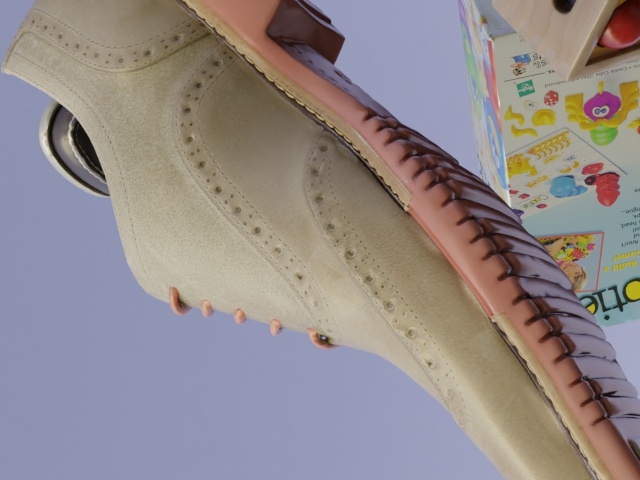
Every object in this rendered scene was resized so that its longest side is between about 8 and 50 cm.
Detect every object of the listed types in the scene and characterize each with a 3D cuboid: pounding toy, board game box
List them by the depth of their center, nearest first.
[{"bbox_3d":[0.180,-0.161,0.805,0.130,0.100,0.141,-20,-31,-34],"label":"pounding toy"},{"bbox_3d":[0.189,-0.082,1.057,0.144,0.142,0.275,-12,-51,0],"label":"board game box"}]

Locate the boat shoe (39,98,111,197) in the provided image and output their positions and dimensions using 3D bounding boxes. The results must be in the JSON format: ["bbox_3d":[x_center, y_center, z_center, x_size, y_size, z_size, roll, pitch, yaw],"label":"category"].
[{"bbox_3d":[-0.105,-0.055,1.073,0.227,0.068,0.081,21,-94,-49],"label":"boat shoe"}]

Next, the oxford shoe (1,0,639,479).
[{"bbox_3d":[0.000,0.000,0.681,0.146,0.397,0.140,-45,-24,9],"label":"oxford shoe"}]
